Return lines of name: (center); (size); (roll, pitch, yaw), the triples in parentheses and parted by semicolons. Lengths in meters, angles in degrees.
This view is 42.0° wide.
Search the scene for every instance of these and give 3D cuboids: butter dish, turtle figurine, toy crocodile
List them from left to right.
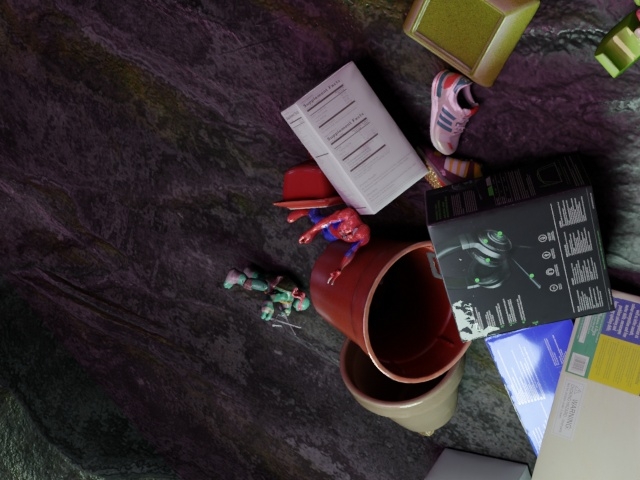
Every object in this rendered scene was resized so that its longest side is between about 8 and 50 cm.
turtle figurine: (-0.108, 0.135, 2.011); (0.234, 0.118, 0.175); (28, 178, 23)
butter dish: (-0.001, -0.129, 1.680); (0.160, 0.160, 0.118); (-3, 98, 42)
toy crocodile: (0.511, -0.316, 1.075); (0.340, 0.105, 0.115); (-20, 108, 48)

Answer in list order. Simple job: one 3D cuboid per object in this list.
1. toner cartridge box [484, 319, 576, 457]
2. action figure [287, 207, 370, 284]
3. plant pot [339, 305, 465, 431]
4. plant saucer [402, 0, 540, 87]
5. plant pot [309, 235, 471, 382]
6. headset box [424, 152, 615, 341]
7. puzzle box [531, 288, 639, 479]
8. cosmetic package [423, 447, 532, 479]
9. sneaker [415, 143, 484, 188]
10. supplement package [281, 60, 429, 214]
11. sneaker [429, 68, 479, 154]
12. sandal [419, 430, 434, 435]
toner cartridge box: (0.455, 0.286, 1.614); (0.165, 0.075, 0.348); (-18, 112, 21)
action figure: (0.000, 0.000, 1.624); (0.091, 0.139, 0.280); (51, 160, -19)
plant pot: (0.201, 0.294, 1.794); (0.263, 0.263, 0.229); (13, 149, 34)
plant saucer: (0.227, -0.355, 1.341); (0.188, 0.045, 0.188); (37, 140, 11)
plant pot: (0.128, 0.106, 1.642); (0.265, 0.272, 0.272); (22, 139, 58)
headset box: (0.323, 0.018, 1.405); (0.283, 0.131, 0.246); (-15, 118, 13)
puzzle box: (0.537, 0.300, 1.422); (0.272, 0.052, 0.409); (16, 91, 33)
cosmetic package: (0.389, 0.632, 1.966); (0.224, 0.138, 0.224); (1, 125, 41)
sneaker: (0.249, -0.121, 1.515); (0.185, 0.084, 0.069); (52, 171, 31)
supplement package: (0.060, -0.183, 1.532); (0.244, 0.134, 0.139); (54, 169, -10)
sneaker: (0.234, -0.214, 1.442); (0.075, 0.057, 0.161); (25, 134, 38)
sandal: (0.211, 0.392, 1.997); (0.180, 0.049, 0.072); (37, 137, 34)
